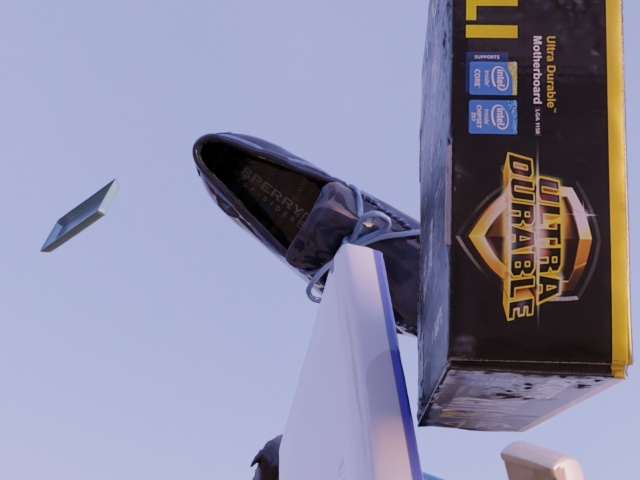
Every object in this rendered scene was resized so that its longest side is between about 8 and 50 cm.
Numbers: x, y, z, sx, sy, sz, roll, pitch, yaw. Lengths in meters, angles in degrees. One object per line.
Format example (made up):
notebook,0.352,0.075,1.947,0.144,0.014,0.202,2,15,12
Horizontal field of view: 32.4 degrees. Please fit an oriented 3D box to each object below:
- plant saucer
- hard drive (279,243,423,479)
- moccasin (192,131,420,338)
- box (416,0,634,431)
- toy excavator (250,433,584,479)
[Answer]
plant saucer,-0.358,-0.033,1.638,0.018,0.067,0.192,39,-39,-22
hard drive,0.012,0.166,0.729,0.040,0.319,0.210,12,-65,-8
moccasin,0.000,0.000,1.111,0.342,0.138,0.117,27,1,21
box,0.094,-0.036,0.593,0.079,0.257,0.322,3,-14,4
toy excavator,0.117,0.364,1.239,0.222,0.433,0.445,11,-26,40
